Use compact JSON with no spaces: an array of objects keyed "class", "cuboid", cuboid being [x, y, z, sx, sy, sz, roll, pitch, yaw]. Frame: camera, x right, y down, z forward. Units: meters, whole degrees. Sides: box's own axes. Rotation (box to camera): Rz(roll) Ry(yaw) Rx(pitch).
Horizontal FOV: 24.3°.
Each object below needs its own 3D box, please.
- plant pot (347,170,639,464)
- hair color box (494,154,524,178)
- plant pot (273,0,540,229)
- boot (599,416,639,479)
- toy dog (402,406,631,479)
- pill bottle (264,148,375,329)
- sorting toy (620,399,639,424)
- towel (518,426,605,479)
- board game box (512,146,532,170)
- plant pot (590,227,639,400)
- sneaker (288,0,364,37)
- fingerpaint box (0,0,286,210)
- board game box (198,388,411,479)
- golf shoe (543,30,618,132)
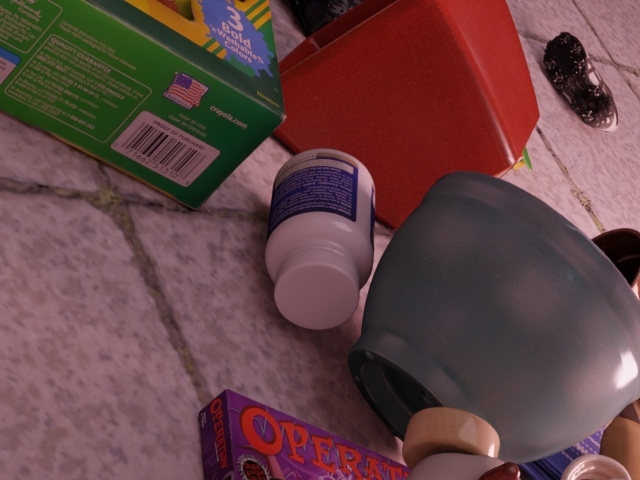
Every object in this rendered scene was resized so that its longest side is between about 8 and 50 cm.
[{"class":"plant pot","cuboid":[0.151,0.106,1.443,0.196,0.293,0.293,-42,89,-21]},{"class":"hair color box","cuboid":[0.207,-0.097,1.958,0.043,0.072,0.141,52,30,11]},{"class":"plant pot","cuboid":[0.111,-0.173,1.763,0.236,0.267,0.267,56,27,-10]},{"class":"boot","cuboid":[0.295,0.288,1.528,0.236,0.089,0.269,53,35,-28]},{"class":"toy dog","cuboid":[0.195,0.257,1.254,0.333,0.161,0.220,14,64,-28]},{"class":"pill bottle","cuboid":[0.000,0.000,1.520,0.112,0.112,0.187,35,30,-20]},{"class":"sorting toy","cuboid":[0.493,0.198,1.953,0.257,0.089,0.255,28,34,-32]},{"class":"towel","cuboid":[0.235,0.155,1.730,0.243,0.040,0.336,41,27,-6]},{"class":"board game box","cuboid":[0.248,-0.214,2.162,0.124,0.039,0.259,50,19,-40]},{"class":"plant pot","cuboid":[0.376,0.099,1.797,0.165,0.167,0.167,41,29,-21]},{"class":"sneaker","cuboid":[0.004,-0.328,1.950,0.283,0.107,0.124,42,34,-10]},{"class":"fingerpaint box","cuboid":[-0.261,-0.290,1.479,0.445,0.163,0.371,29,34,-30]},{"class":"board game box","cuboid":[0.048,0.277,1.309,0.347,0.056,0.208,27,30,-32]},{"class":"golf shoe","cuboid":[0.435,-0.256,2.478,0.094,0.077,0.198,31,34,-54]}]
